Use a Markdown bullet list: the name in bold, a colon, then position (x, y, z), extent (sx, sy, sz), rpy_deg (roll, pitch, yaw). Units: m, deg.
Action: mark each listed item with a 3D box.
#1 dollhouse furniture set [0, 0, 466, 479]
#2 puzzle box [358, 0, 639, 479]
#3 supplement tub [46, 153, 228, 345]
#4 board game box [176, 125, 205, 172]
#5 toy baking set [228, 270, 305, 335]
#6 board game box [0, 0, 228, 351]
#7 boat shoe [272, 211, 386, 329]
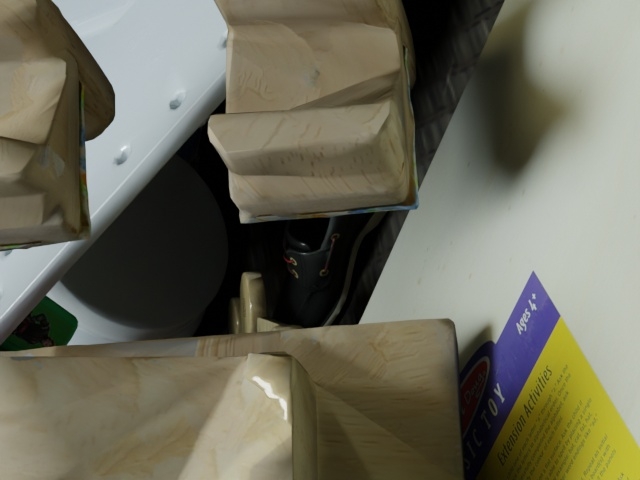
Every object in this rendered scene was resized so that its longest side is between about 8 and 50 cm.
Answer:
- **dollhouse furniture set**: position (-0.134, 0.112, 0.789), extent (0.256, 0.394, 0.362), rpy_deg (61, -154, -71)
- **puzzle box**: position (0.123, 0.001, 0.693), extent (0.409, 0.052, 0.272), rpy_deg (-67, 28, 29)
- **supplement tub**: position (-0.155, 0.030, 1.164), extent (0.200, 0.144, 0.144), rpy_deg (-36, 50, 52)
- **board game box**: position (-0.108, -0.123, 1.226), extent (0.194, 0.060, 0.194), rpy_deg (-168, 87, -66)
- **toy baking set**: position (-0.021, 0.133, 0.936), extent (0.197, 0.030, 0.256), rpy_deg (-109, 20, -60)
- **board game box**: position (-0.103, -0.142, 1.055), extent (0.390, 0.050, 0.390), rpy_deg (-47, 34, 11)
- **boat shoe**: position (-0.001, -0.001, 0.976), extent (0.133, 0.042, 0.049), rpy_deg (-65, 31, 34)
